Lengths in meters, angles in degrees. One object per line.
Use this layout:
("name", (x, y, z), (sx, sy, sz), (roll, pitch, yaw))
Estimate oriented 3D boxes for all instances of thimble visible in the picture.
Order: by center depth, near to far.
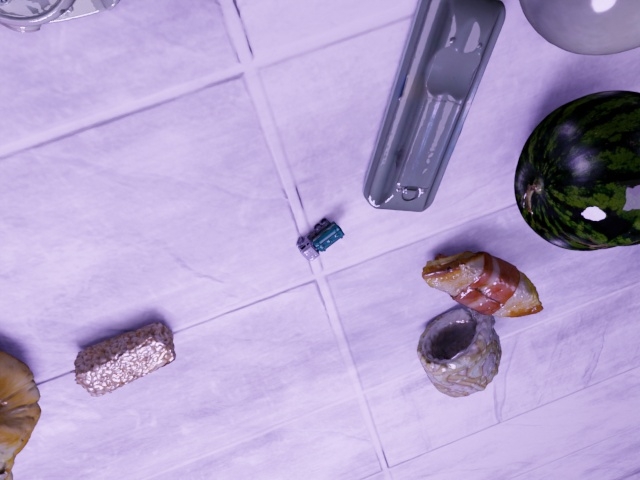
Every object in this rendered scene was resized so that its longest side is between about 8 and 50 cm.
("thimble", (0.307, 0.238, 1.042), (0.190, 0.137, 0.143), (-40, 126, -7))

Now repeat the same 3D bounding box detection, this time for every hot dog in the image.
("hot dog", (0.321, 0.079, 0.960), (0.262, 0.093, 0.123), (27, 122, -15))

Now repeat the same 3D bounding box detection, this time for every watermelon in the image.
("watermelon", (0.445, -0.106, 0.760), (0.269, 0.269, 0.269), (-9, 127, -12))

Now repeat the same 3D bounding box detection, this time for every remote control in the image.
("remote control", (0.165, -0.193, 0.728), (0.128, 0.065, 0.335), (4, 123, -18))

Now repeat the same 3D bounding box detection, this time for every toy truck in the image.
("toy truck", (0.000, 0.000, 0.824), (0.083, 0.044, 0.039), (-38, 124, 10))

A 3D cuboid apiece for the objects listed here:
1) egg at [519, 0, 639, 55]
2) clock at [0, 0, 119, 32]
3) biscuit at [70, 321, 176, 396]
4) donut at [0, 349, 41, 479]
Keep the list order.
("egg", (0.377, -0.388, 0.539), (0.259, 0.258, 0.352), (10, 122, -24))
("clock", (-0.318, -0.294, 0.496), (0.191, 0.062, 0.151), (-21, 128, -2))
("biscuit", (-0.339, 0.204, 0.842), (0.169, 0.070, 0.082), (-24, 135, -3))
("donut", (-0.633, 0.302, 0.755), (0.360, 0.170, 0.360), (-8, 132, -10))
